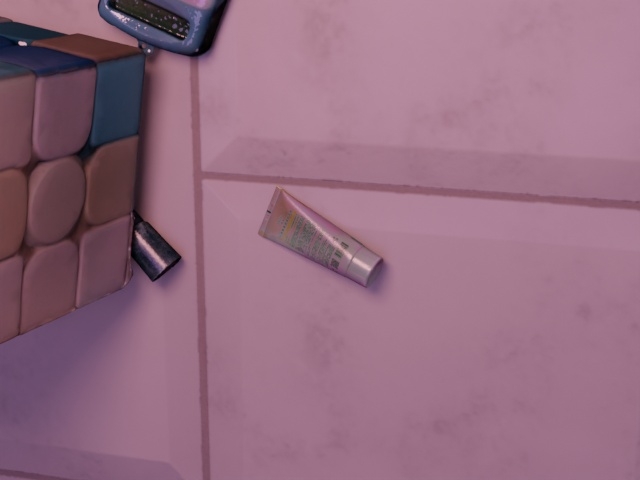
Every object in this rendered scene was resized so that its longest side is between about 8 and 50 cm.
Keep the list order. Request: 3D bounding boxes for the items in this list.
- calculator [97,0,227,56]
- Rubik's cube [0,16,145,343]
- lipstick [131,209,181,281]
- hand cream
[{"bbox_3d":[-0.186,-0.373,1.578,0.172,0.051,0.293,25,112,7],"label":"calculator"},{"bbox_3d":[-0.462,-0.093,1.559,0.344,0.346,0.347,15,109,23],"label":"Rubik's cube"},{"bbox_3d":[-0.288,-0.048,1.709,0.053,0.053,0.234,-41,89,23],"label":"lipstick"},{"bbox_3d":[0.000,0.000,1.643,0.174,0.047,0.076,30,113,16],"label":"hand cream"}]
